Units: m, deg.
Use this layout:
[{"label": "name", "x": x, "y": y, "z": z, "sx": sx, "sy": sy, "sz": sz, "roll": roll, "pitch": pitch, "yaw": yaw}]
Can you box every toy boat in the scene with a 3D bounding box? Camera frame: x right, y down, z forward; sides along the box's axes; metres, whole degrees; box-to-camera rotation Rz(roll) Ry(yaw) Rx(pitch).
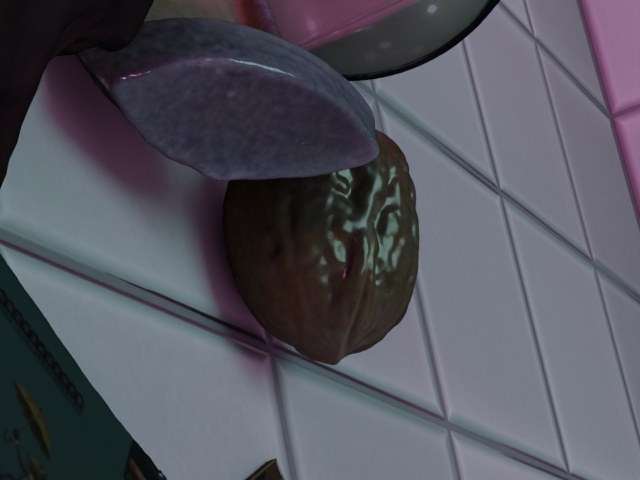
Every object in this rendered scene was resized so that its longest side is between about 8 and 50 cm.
[{"label": "toy boat", "x": -0.108, "y": -0.160, "z": 1.413, "sx": 0.276, "sy": 0.111, "sz": 0.293, "roll": 0, "pitch": 39, "yaw": -44}]

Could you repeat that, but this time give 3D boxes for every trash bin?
[{"label": "trash bin", "x": 0.012, "y": -0.369, "z": 1.710, "sx": 0.432, "sy": 0.280, "sz": 0.280, "roll": 63, "pitch": 22, "yaw": -8}]

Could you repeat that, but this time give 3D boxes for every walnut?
[{"label": "walnut", "x": 0.002, "y": -0.001, "z": 1.504, "sx": 0.178, "sy": 0.178, "sz": 0.230, "roll": 37, "pitch": 42, "yaw": -54}]

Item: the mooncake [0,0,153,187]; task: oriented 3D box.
[{"label": "mooncake", "x": -0.203, "y": -0.203, "z": 0.964, "sx": 0.381, "sy": 0.212, "sz": 0.350, "roll": -66, "pitch": 169, "yaw": -45}]

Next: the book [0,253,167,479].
[{"label": "book", "x": -0.196, "y": 0.191, "z": 1.031, "sx": 0.264, "sy": 0.031, "sz": 0.379, "roll": 59, "pitch": 24, "yaw": -29}]

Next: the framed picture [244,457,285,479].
[{"label": "framed picture", "x": -0.047, "y": 0.261, "z": 1.358, "sx": 0.136, "sy": 0.010, "sz": 0.201, "roll": 68, "pitch": 22, "yaw": -2}]
